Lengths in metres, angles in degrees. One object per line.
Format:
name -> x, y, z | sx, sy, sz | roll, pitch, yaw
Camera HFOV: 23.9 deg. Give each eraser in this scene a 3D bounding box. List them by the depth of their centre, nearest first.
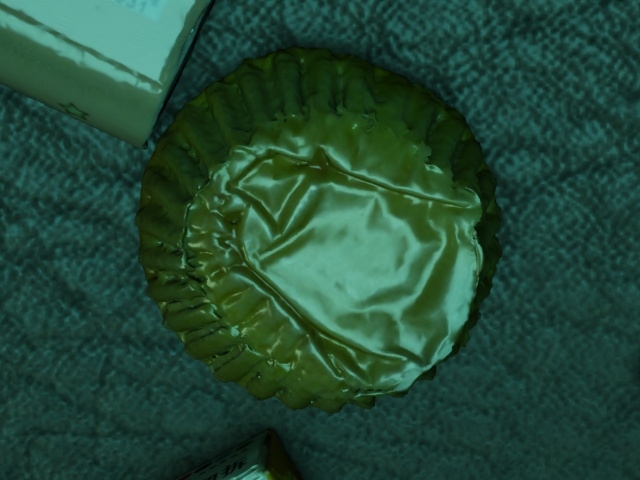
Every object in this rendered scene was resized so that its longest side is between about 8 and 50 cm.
eraser -> -0.206, -0.191, 0.925 | 0.290, 0.087, 0.171 | 25, 99, -5

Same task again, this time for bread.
bread -> -0.002, -0.001, 0.935 | 0.240, 0.139, 0.240 | 1, 100, 3

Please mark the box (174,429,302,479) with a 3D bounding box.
box -> -0.060, 0.294, 1.027 | 0.221, 0.091, 0.274 | -27, 101, 6
